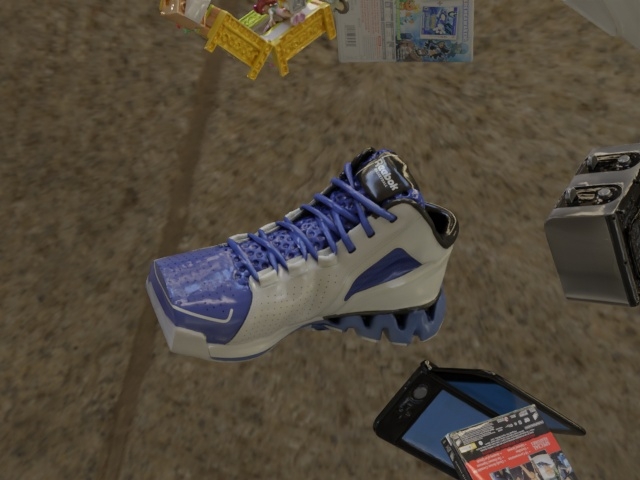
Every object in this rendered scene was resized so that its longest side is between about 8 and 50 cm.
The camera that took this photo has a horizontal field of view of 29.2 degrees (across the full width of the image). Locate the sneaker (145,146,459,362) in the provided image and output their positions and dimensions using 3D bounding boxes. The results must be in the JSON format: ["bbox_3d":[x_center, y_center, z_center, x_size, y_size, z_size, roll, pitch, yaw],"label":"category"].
[{"bbox_3d":[0.001,0.000,1.135,0.315,0.127,0.182,-3,129,-29],"label":"sneaker"}]

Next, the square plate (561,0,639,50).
[{"bbox_3d":[0.330,-0.427,1.721,0.049,0.344,0.347,-38,127,3],"label":"square plate"}]

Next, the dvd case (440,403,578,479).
[{"bbox_3d":[0.141,0.173,0.825,0.119,0.087,0.013,61,140,22],"label":"dvd case"}]

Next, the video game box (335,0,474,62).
[{"bbox_3d":[0.112,-0.328,1.638,0.187,0.048,0.205,3,137,8],"label":"video game box"}]

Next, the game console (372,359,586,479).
[{"bbox_3d":[0.123,0.148,0.957,0.122,0.071,0.107,33,101,-31],"label":"game console"}]

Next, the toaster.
[{"bbox_3d":[0.387,-0.015,1.619,0.110,0.168,0.186,3,129,37],"label":"toaster"}]

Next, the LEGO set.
[{"bbox_3d":[-0.090,-0.262,1.411,0.107,0.287,0.132,31,127,36],"label":"LEGO set"}]
